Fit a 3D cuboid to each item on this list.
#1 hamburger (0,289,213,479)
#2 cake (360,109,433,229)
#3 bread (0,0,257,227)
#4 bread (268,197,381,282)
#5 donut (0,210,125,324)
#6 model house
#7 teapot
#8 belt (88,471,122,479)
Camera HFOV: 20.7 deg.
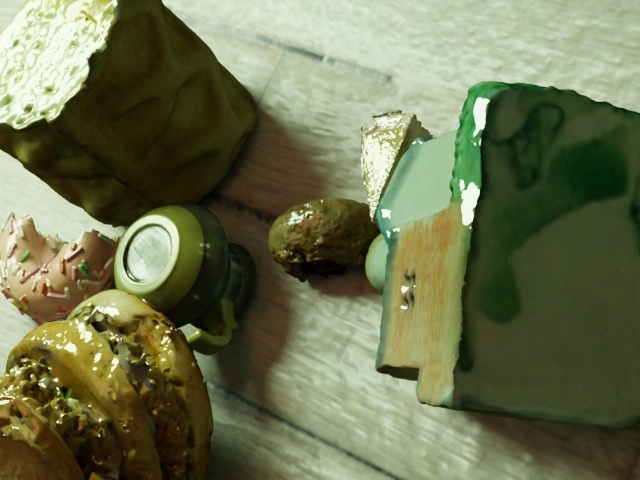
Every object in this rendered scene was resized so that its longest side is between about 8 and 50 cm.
[{"bbox_3d":[-0.222,0.183,1.641,0.245,0.211,0.260,48,140,17],"label":"hamburger"},{"bbox_3d":[0.070,-0.061,1.664,0.065,0.052,0.121,-16,56,26],"label":"cake"},{"bbox_3d":[-0.214,-0.139,1.784,0.238,0.252,0.196,-8,63,37],"label":"bread"},{"bbox_3d":[0.000,0.000,1.674,0.113,0.082,0.060,-20,61,32],"label":"bread"},{"bbox_3d":[-0.292,0.033,1.881,0.166,0.065,0.117,1,69,38],"label":"donut"},{"bbox_3d":[0.146,0.021,1.529,0.325,0.194,0.267,170,108,-69],"label":"model house"},{"bbox_3d":[-0.128,0.044,1.719,0.130,0.119,0.165,-37,54,20],"label":"teapot"},{"bbox_3d":[-0.062,0.307,1.465,0.339,0.217,0.122,23,83,14],"label":"belt"}]
